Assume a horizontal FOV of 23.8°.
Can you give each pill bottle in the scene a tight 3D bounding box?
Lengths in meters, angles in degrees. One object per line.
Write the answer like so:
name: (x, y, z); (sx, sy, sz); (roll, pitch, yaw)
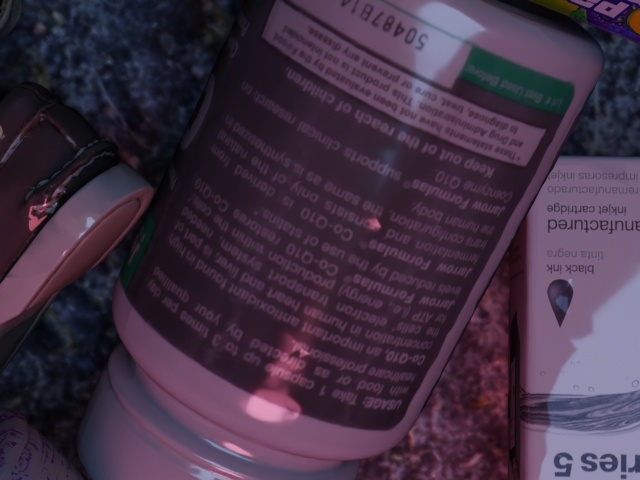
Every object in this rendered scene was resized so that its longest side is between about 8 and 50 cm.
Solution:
pill bottle: (0.000, 0.000, 0.909); (0.204, 0.204, 0.361); (24, 106, -10)

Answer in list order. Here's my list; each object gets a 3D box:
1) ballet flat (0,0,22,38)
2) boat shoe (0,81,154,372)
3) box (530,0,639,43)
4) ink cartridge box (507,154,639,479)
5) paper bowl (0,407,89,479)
ballet flat: (-0.207, -0.207, 0.939); (0.057, 0.052, 0.168); (-6, 100, -6)
boat shoe: (-0.231, 0.039, 0.922); (0.097, 0.116, 0.324); (48, 120, 4)
box: (0.135, -0.288, 0.804); (0.290, 0.177, 0.279); (17, 58, -25)
ink cartridge box: (0.222, 0.089, 0.967); (0.198, 0.115, 0.273); (1, 84, 2)
paper bowl: (-0.233, 0.247, 0.897); (0.284, 0.284, 0.148); (-44, 104, 2)
